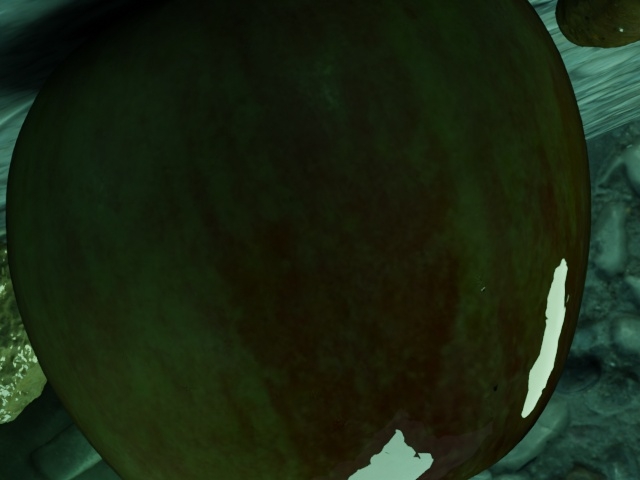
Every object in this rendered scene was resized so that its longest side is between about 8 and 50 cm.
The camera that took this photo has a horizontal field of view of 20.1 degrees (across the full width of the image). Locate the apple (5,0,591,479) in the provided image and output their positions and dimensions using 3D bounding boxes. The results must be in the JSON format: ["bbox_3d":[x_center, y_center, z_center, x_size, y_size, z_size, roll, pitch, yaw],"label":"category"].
[{"bbox_3d":[0.000,0.000,0.766,0.257,0.234,0.257,-23,173,-3],"label":"apple"}]

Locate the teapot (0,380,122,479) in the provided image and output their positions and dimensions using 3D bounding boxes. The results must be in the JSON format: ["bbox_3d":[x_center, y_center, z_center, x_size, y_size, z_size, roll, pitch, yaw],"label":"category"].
[{"bbox_3d":[-0.156,0.130,1.327,0.337,0.200,0.270,-38,-176,-25],"label":"teapot"}]

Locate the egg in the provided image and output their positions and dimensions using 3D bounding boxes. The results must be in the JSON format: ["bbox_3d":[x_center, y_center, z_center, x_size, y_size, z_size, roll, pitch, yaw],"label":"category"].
[{"bbox_3d":[-0.227,0.062,1.207,0.118,0.116,0.140,-42,-162,23],"label":"egg"}]

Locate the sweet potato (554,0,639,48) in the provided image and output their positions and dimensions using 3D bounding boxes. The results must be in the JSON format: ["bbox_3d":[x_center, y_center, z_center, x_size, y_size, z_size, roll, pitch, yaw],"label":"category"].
[{"bbox_3d":[0.185,-0.148,1.097,0.068,0.060,0.206,5,-179,-3],"label":"sweet potato"}]
